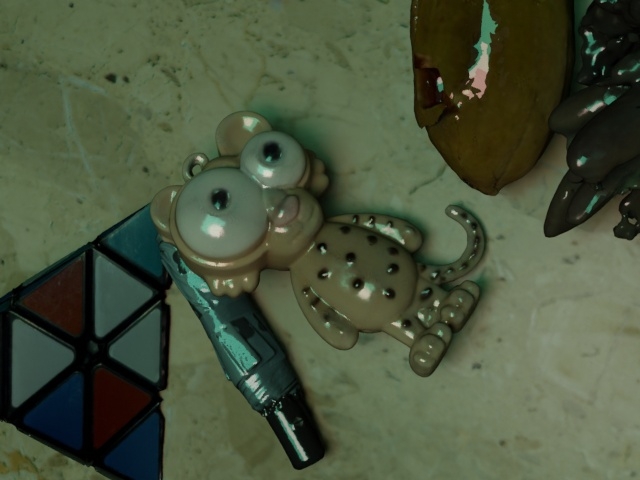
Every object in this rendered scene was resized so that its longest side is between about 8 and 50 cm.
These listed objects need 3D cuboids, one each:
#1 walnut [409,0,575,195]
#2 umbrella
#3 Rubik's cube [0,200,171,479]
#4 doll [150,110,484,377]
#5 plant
[{"bbox_3d":[0.135,-0.158,0.912,0.137,0.137,0.245,7,97,21],"label":"walnut"},{"bbox_3d":[-0.070,0.087,1.028,0.052,0.053,0.250,-34,79,16],"label":"umbrella"},{"bbox_3d":[-0.236,0.152,1.085,0.250,0.284,0.234,-23,105,44],"label":"Rubik's cube"},{"bbox_3d":[0.000,0.002,0.971,0.278,0.119,0.154,24,72,8],"label":"doll"},{"bbox_3d":[0.266,-0.123,0.826,0.182,0.194,0.320,20,91,1],"label":"plant"}]
